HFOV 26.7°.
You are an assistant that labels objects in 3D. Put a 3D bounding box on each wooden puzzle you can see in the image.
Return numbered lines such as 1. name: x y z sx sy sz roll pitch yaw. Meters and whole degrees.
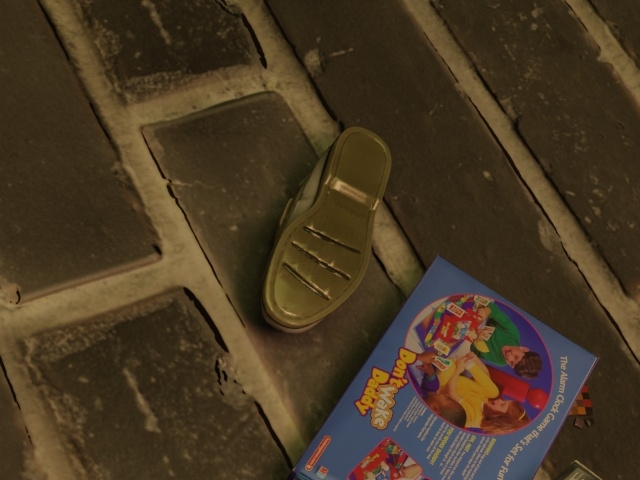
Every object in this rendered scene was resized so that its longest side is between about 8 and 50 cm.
1. wooden puzzle: 0.310 0.195 1.675 0.049 0.006 0.083 2 58 -15

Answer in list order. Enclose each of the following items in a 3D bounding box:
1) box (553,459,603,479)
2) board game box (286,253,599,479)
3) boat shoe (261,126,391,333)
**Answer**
1. box: 0.212 0.360 1.434 0.220 0.175 0.051 -34 52 -31
2. board game box: 0.144 0.212 1.565 0.233 0.078 0.347 33 56 6
3. boat shoe: 0.000 0.000 1.649 0.113 0.103 0.302 35 53 -9
